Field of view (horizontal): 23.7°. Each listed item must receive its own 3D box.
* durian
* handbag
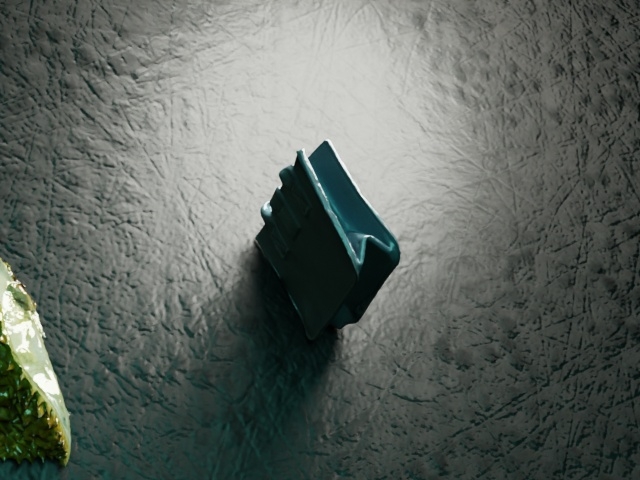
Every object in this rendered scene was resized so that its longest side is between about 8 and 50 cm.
[{"bbox_3d":[-0.347,0.128,1.628,0.139,0.144,0.252,17,41,-56],"label":"durian"},{"bbox_3d":[0.000,0.000,1.725,0.062,0.229,0.179,-22,72,-23],"label":"handbag"}]
